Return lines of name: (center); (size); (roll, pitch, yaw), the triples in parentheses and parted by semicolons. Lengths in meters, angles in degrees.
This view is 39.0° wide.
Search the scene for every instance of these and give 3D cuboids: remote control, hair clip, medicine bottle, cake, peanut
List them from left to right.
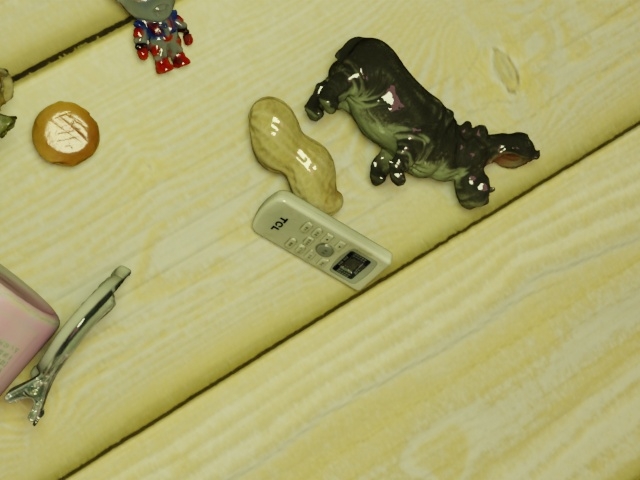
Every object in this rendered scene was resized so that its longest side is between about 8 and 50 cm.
medicine bottle: (-0.469, 0.154, 1.070); (0.178, 0.178, 0.290); (42, 83, -14)
cake: (-0.326, -0.135, 1.160); (0.084, 0.044, 0.084); (-1, 92, -16)
hair clip: (-0.308, 0.125, 1.133); (0.054, 0.140, 0.220); (37, 85, -5)
peanut: (-0.034, -0.111, 1.226); (0.082, 0.082, 0.187); (-44, 105, -9)
remote control: (0.000, 0.000, 1.240); (0.190, 0.087, 0.029); (31, 46, -16)

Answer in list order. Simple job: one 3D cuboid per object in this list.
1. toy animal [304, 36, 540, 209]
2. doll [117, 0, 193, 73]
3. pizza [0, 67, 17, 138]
toy animal: (0.140, -0.142, 1.259); (0.343, 0.106, 0.168); (29, 79, -21)
doll: (-0.222, -0.314, 1.168); (0.104, 0.062, 0.194); (-20, 105, -12)
pizza: (-0.522, -0.081, 1.028); (0.435, 0.080, 0.392); (31, 66, 13)
